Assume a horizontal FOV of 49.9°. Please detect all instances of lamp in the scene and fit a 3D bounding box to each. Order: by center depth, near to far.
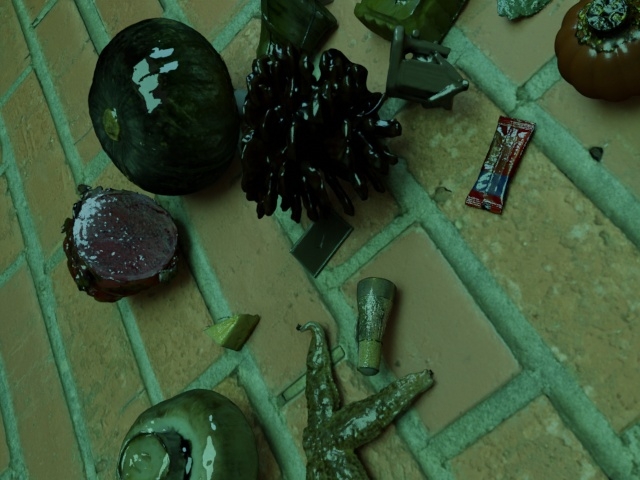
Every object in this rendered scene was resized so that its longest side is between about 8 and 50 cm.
[{"bbox_3d":[0.535,-0.359,1.234,0.223,0.197,0.223,-12,68,32],"label":"lamp"}]

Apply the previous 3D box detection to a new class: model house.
[{"bbox_3d":[0.220,-0.347,1.447,0.188,0.229,0.122,22,91,3],"label":"model house"}]

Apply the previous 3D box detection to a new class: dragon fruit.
[{"bbox_3d":[-0.540,0.030,1.856,0.263,0.297,0.314,127,134,-54],"label":"dragon fruit"}]

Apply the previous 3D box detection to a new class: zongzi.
[{"bbox_3d":[-0.126,-0.536,1.719,0.250,0.274,0.125,-56,45,6],"label":"zongzi"}]

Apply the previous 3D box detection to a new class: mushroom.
[{"bbox_3d":[-0.292,0.490,1.496,0.353,0.260,0.351,-14,62,28],"label":"mushroom"}]

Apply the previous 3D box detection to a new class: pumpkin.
[{"bbox_3d":[-0.392,-0.339,1.777,0.454,0.344,0.453,30,129,44],"label":"pumpkin"}]

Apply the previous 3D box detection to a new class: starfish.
[{"bbox_3d":[0.068,0.374,1.398,0.324,0.082,0.431,-7,68,37],"label":"starfish"}]

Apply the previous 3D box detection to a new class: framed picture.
[{"bbox_3d":[0.000,0.000,1.613,0.149,0.011,0.109,-52,53,9],"label":"framed picture"}]

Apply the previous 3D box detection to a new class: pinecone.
[{"bbox_3d":[-0.007,-0.216,1.471,0.398,0.398,0.397,-12,68,32],"label":"pinecone"}]

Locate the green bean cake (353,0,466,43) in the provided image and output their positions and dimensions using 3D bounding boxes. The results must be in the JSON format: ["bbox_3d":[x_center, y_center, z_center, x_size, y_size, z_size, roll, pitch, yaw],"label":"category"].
[{"bbox_3d":[0.211,-0.579,1.588,0.233,0.124,0.236,37,98,38],"label":"green bean cake"}]

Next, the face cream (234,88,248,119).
[{"bbox_3d":[-0.192,-0.357,1.845,0.182,0.051,0.072,37,105,38],"label":"face cream"}]

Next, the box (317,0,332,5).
[{"bbox_3d":[-0.039,-0.715,1.855,0.141,0.058,0.201,-16,65,31],"label":"box"}]

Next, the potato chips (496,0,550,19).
[{"bbox_3d":[0.434,-0.591,1.476,0.167,0.059,0.228,-30,58,35],"label":"potato chips"}]

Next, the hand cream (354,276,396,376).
[{"bbox_3d":[0.108,0.179,1.409,0.084,0.084,0.203,-10,59,33],"label":"hand cream"}]

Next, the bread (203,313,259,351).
[{"bbox_3d":[-0.215,0.201,1.650,0.080,0.084,0.109,37,97,36],"label":"bread"}]

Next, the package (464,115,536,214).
[{"bbox_3d":[0.365,-0.155,1.397,0.083,0.022,0.200,21,88,39],"label":"package"}]
